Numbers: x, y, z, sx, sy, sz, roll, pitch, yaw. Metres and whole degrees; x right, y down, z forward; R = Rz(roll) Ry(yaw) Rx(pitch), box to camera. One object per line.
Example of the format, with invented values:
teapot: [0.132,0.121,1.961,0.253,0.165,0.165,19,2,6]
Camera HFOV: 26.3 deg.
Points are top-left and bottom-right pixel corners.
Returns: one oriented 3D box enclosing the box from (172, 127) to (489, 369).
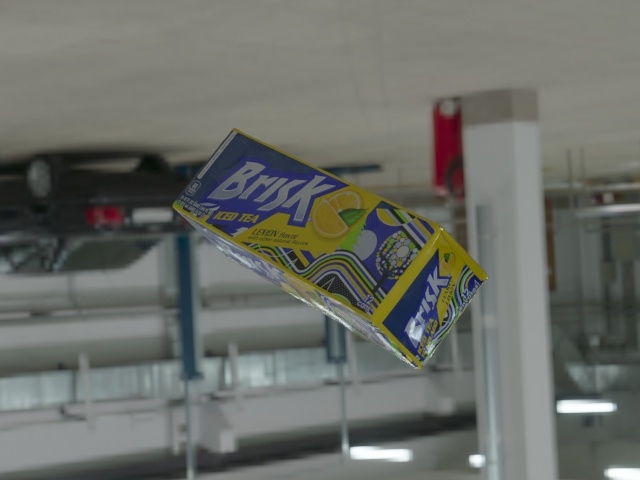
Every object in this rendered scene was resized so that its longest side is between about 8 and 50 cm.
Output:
box: [0.000,0.000,0.698,0.169,0.059,0.054,28,167,46]
